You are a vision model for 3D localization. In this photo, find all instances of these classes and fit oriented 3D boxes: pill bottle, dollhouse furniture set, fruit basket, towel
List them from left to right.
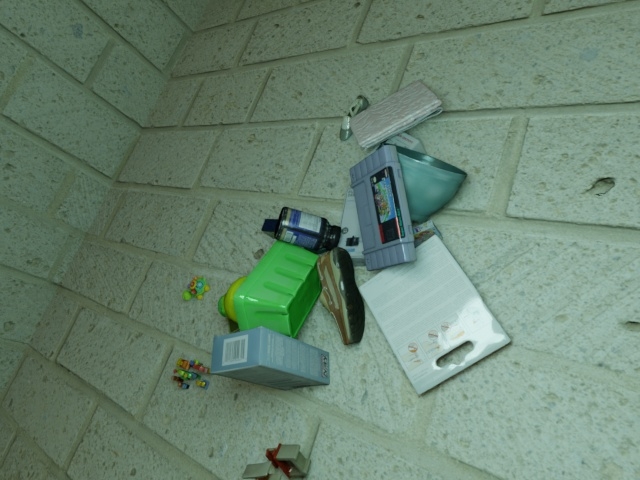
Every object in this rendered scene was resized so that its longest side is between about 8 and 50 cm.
[{"bbox_3d":[-0.213,0.185,1.535,0.391,0.283,0.392,-3,33,2],"label":"fruit basket"},{"bbox_3d":[-0.132,0.737,1.268,0.135,0.262,0.259,-20,22,27],"label":"dollhouse furniture set"},{"bbox_3d":[-0.044,-0.034,1.538,0.123,0.219,0.123,-164,90,-79],"label":"pill bottle"},{"bbox_3d":[0.276,-0.485,1.679,0.331,0.053,0.317,-26,31,11],"label":"towel"}]

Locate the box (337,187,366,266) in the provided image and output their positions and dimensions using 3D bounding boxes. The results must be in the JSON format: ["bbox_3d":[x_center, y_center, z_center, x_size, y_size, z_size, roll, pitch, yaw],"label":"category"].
[{"bbox_3d":[0.159,-0.055,1.584,0.169,0.087,0.290,-2,65,34],"label":"box"}]

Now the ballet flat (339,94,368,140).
[{"bbox_3d":[0.131,-0.532,1.873,0.072,0.068,0.213,26,82,41],"label":"ballet flat"}]

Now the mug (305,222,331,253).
[{"bbox_3d":[-0.010,-0.001,1.655,0.129,0.097,0.158,-17,76,-6],"label":"mug"}]

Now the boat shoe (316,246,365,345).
[{"bbox_3d":[0.062,0.189,1.473,0.119,0.122,0.324,-19,73,31],"label":"boat shoe"}]

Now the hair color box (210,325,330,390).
[{"bbox_3d":[-0.142,0.380,1.364,0.185,0.374,0.114,-17,58,27],"label":"hair color box"}]

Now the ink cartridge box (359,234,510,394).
[{"bbox_3d":[0.335,0.220,1.332,0.308,0.091,0.385,-36,59,13],"label":"ink cartridge box"}]

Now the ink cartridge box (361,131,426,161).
[{"bbox_3d":[0.269,-0.305,1.643,0.208,0.087,0.153,-48,49,1],"label":"ink cartridge box"}]

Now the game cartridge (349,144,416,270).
[{"bbox_3d":[0.187,-0.093,1.363,0.230,0.068,0.355,153,109,-67],"label":"game cartridge"}]

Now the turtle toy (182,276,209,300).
[{"bbox_3d":[-0.560,0.216,1.943,0.130,0.066,0.095,-50,49,1],"label":"turtle toy"}]

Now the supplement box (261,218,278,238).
[{"bbox_3d":[-0.185,-0.047,1.817,0.083,0.083,0.056,5,69,36],"label":"supplement box"}]

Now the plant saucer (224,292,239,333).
[{"bbox_3d":[-0.294,0.260,1.752,0.188,0.045,0.188,-31,52,16],"label":"plant saucer"}]

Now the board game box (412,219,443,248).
[{"bbox_3d":[0.315,-0.004,1.439,0.154,0.103,0.026,-26,54,21],"label":"board game box"}]

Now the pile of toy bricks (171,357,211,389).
[{"bbox_3d":[-0.533,0.528,1.731,0.212,0.105,0.118,5,69,36],"label":"pile of toy bricks"}]

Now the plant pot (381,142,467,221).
[{"bbox_3d":[0.308,-0.183,1.451,0.293,0.293,0.196,39,117,41],"label":"plant pot"}]
